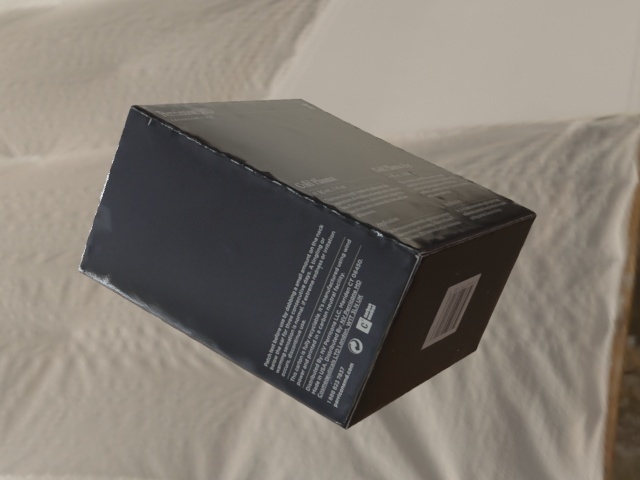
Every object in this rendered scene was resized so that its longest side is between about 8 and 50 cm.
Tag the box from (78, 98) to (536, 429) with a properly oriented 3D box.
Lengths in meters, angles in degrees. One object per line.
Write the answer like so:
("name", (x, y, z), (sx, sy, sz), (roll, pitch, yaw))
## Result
("box", (0.000, 0.000, 1.183), (0.312, 0.179, 0.343), (29, -161, 21))
